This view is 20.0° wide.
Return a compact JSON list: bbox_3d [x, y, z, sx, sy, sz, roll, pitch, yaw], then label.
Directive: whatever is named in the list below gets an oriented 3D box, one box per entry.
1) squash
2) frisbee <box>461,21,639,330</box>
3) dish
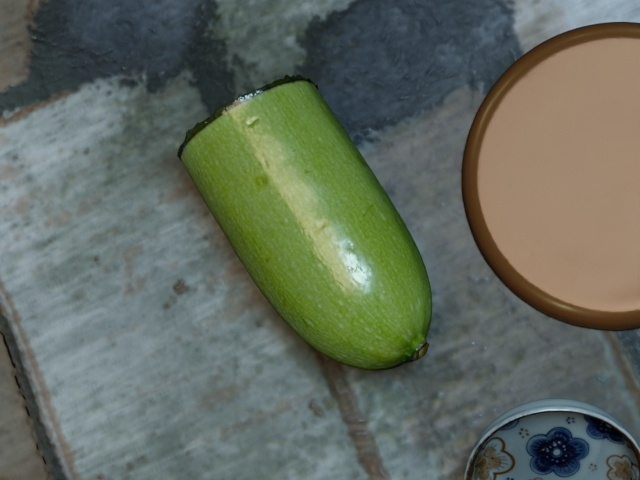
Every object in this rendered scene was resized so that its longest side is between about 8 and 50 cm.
[{"bbox_3d":[0.000,0.000,1.456,0.132,0.132,0.247,-33,77,9],"label":"squash"},{"bbox_3d":[0.235,-0.053,1.458,0.251,0.021,0.251,-2,83,16],"label":"frisbee"},{"bbox_3d":[0.182,0.167,1.426,0.141,0.078,0.141,1,120,2],"label":"dish"}]
